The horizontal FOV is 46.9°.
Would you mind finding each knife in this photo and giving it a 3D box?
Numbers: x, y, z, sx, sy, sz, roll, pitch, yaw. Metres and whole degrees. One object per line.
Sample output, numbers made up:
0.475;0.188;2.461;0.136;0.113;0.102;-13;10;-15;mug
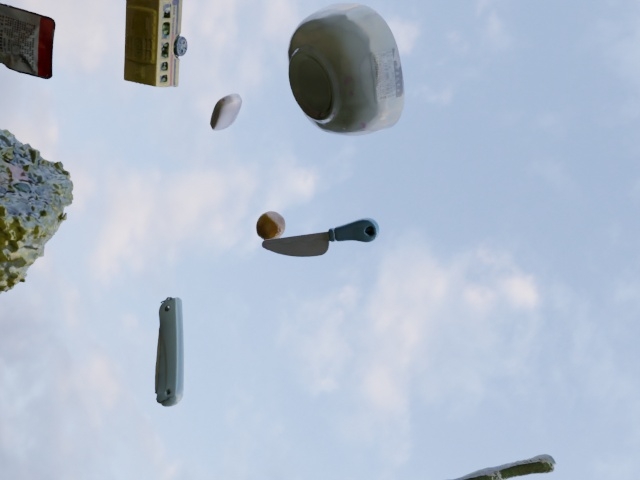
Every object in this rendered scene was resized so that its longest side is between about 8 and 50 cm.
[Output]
0.001;0.002;1.508;0.244;0.032;0.058;-13;-75;8;knife
-0.208;0.152;1.009;0.044;0.023;0.162;-22;-129;17;knife

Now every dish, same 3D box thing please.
0.026;-0.294;1.323;0.256;0.117;0.256;38;-38;37;dish

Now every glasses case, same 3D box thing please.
-0.120;-0.162;0.934;0.021;0.032;0.083;65;-21;8;glasses case

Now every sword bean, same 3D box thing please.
0.308;0.444;1.372;0.043;0.269;0.038;-111;-171;-54;sword bean

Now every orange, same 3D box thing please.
-0.134;-0.038;1.987;0.085;0.085;0.085;14;-70;42;orange

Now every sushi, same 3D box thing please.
-0.743;-0.087;1.549;0.240;0.396;0.351;-48;-157;21;sushi

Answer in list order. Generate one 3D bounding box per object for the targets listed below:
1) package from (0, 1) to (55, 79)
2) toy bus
-0.681;-0.433;1.557;0.239;0.030;0.154;18;-47;-4;package
-0.393;-0.536;1.746;0.121;0.123;0.335;15;-68;20;toy bus
